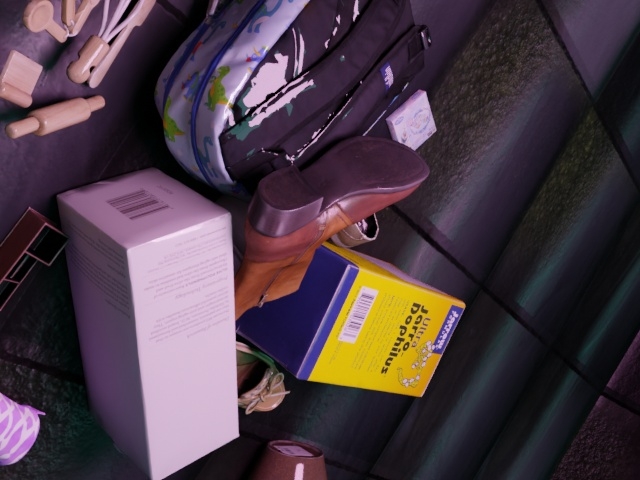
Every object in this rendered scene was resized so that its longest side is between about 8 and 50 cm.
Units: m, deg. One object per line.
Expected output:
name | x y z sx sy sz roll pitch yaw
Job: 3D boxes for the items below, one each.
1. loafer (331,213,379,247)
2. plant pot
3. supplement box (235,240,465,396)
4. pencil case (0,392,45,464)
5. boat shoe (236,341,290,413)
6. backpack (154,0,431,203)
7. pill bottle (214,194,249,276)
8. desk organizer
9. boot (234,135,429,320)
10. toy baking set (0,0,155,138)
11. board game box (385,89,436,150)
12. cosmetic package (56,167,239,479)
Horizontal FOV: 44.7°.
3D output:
loafer | 0.054 -0.108 1.260 0.094 0.087 0.251 -23 111 -35
plant pot | -0.068 0.496 1.436 0.215 0.215 0.230 10 91 -47
supplement box | 0.051 0.126 1.331 0.357 0.194 0.195 20 97 -48
pencil case | -0.443 0.205 0.977 0.088 0.086 0.206 -66 146 -31
boat shoe | -0.133 0.222 1.281 0.104 0.089 0.285 -53 138 -8
backpack | -0.045 -0.211 1.034 0.355 0.274 0.290 -64 150 -20
pill bottle | -0.085 -0.033 1.156 0.229 0.131 0.131 -41 135 -21
desk organizer | -0.375 0.030 0.966 0.130 0.050 0.047 -55 138 -7
boot | 0.000 0.000 1.049 0.264 0.096 0.280 -28 156 -32
toy baking set | -0.266 -0.214 0.887 0.196 0.030 0.256 -62 171 25
board game box | 0.162 -0.206 1.388 0.090 0.020 0.090 -43 136 -19
cosmetic package | -0.227 0.113 1.050 0.155 0.197 0.365 -23 128 -36
